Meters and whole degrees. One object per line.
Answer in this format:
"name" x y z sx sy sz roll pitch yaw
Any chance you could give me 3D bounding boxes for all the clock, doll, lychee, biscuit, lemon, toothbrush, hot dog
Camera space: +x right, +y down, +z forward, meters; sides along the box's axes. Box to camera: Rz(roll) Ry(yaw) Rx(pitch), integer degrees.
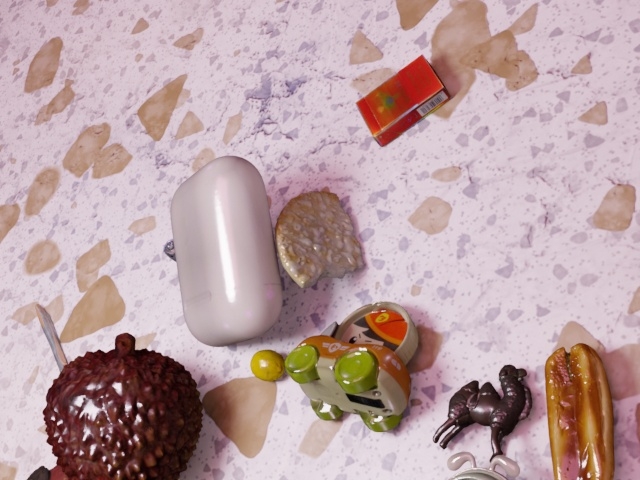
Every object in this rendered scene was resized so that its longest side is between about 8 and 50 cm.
"clock" 0.238 0.420 1.393 0.151 0.062 0.191 -3 76 34
"doll" 0.270 0.272 1.480 0.139 0.057 0.165 10 66 39
"lychee" -0.369 0.341 1.738 0.306 0.306 0.330 -1 90 34
"biscuit" 0.000 0.000 1.757 0.040 0.188 0.265 -47 11 41
"lemon" -0.102 0.238 1.752 0.083 0.062 0.062 13 73 43
"toothbrush" -0.598 0.266 2.103 0.037 0.028 0.375 -48 48 12
"hot dog" 0.395 0.272 1.384 0.100 0.068 0.250 -21 52 37

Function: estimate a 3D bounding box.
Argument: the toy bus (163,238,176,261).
"toy bus" -0.257 -0.004 1.989 0.167 0.073 0.076 -16 54 23

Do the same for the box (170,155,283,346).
"box" -0.187 0.026 1.780 0.288 0.141 0.349 -24 73 58

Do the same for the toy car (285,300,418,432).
"toy car" 0.072 0.202 1.622 0.235 0.145 0.235 -19 37 15

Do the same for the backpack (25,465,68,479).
"backpack" -0.525 0.542 1.832 0.229 0.139 0.229 -32 33 24

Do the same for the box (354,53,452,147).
"box" 0.167 -0.283 1.866 0.175 0.048 0.112 -34 52 14
